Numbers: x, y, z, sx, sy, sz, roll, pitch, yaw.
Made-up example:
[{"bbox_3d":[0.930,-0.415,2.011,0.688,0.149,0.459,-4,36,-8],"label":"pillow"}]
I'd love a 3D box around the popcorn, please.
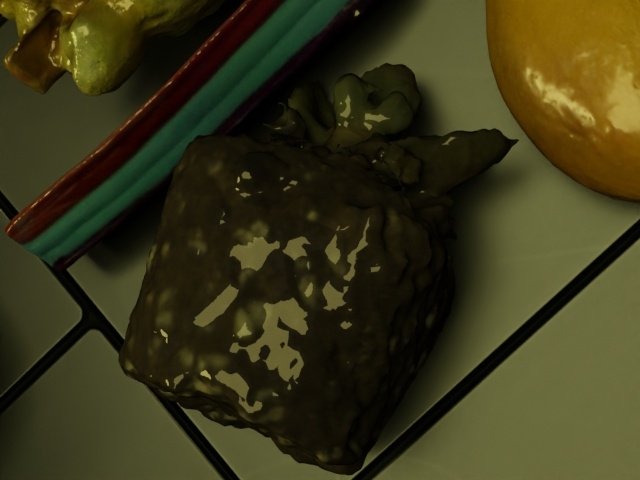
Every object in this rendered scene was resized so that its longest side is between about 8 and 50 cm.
[{"bbox_3d":[-0.167,-0.232,1.216,0.233,0.192,0.266,14,72,1],"label":"popcorn"}]

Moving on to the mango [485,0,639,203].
[{"bbox_3d":[0.211,-0.156,1.155,0.176,0.119,0.317,-26,72,14],"label":"mango"}]

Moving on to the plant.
[{"bbox_3d":[0.000,0.000,1.144,0.215,0.213,0.312,25,83,16],"label":"plant"}]

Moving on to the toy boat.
[{"bbox_3d":[-0.088,-0.123,1.218,0.392,0.136,0.079,-41,96,8],"label":"toy boat"}]
